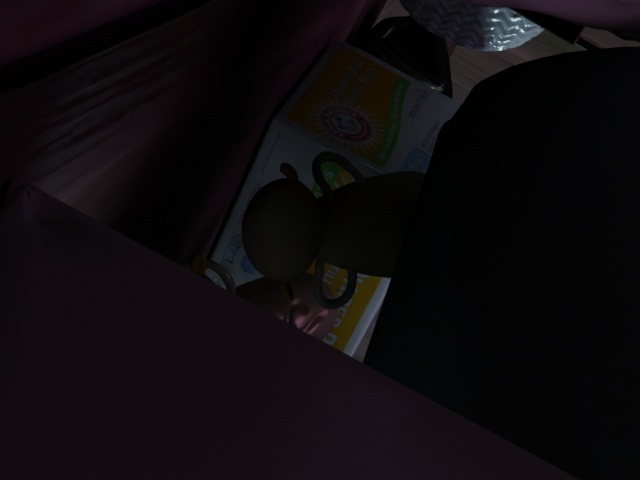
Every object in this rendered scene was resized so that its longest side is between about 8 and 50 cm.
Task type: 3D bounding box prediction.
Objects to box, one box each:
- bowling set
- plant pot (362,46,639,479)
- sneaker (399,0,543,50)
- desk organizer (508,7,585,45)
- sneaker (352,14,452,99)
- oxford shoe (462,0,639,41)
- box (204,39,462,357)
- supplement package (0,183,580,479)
[{"bbox_3d":[-0.043,0.097,0.896,0.154,0.200,0.287,-3,94,-51],"label":"bowling set"},{"bbox_3d":[0.143,0.117,0.746,0.341,0.341,0.334,110,-5,-70],"label":"plant pot"},{"bbox_3d":[0.167,-0.290,0.961,0.366,0.137,0.210,-58,-179,42],"label":"sneaker"},{"bbox_3d":[0.091,-0.158,0.860,0.050,0.130,0.047,-57,175,-35],"label":"desk organizer"},{"bbox_3d":[0.024,-0.054,1.144,0.130,0.087,0.227,94,22,-78],"label":"sneaker"},{"bbox_3d":[0.136,-0.154,0.740,0.130,0.169,0.449,-18,172,27],"label":"oxford shoe"},{"bbox_3d":[0.000,0.000,1.031,0.203,0.103,0.114,-64,176,35],"label":"box"},{"bbox_3d":[-0.067,0.154,0.436,0.262,0.204,0.145,-58,175,-42],"label":"supplement package"}]
